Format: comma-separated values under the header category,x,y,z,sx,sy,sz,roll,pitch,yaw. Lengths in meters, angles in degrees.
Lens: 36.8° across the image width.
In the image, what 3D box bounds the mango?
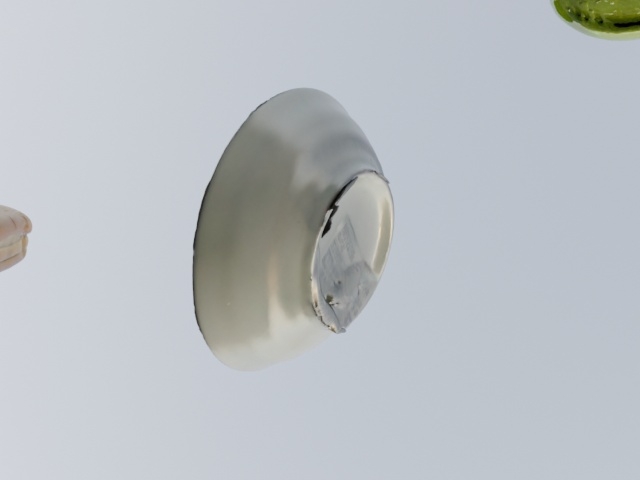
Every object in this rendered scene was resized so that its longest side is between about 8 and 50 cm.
category,x,y,z,sx,sy,sz,roll,pitch,yaw
mango,0.258,-0.201,0.732,0.165,0.074,0.091,0,-47,20

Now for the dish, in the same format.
category,x,y,z,sx,sy,sz,roll,pitch,yaw
dish,0.000,0.000,1.012,0.106,0.316,0.316,15,-72,28

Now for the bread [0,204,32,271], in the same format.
category,x,y,z,sx,sy,sz,roll,pitch,yaw
bread,-0.384,0.001,1.009,0.116,0.200,0.077,11,-83,-1
